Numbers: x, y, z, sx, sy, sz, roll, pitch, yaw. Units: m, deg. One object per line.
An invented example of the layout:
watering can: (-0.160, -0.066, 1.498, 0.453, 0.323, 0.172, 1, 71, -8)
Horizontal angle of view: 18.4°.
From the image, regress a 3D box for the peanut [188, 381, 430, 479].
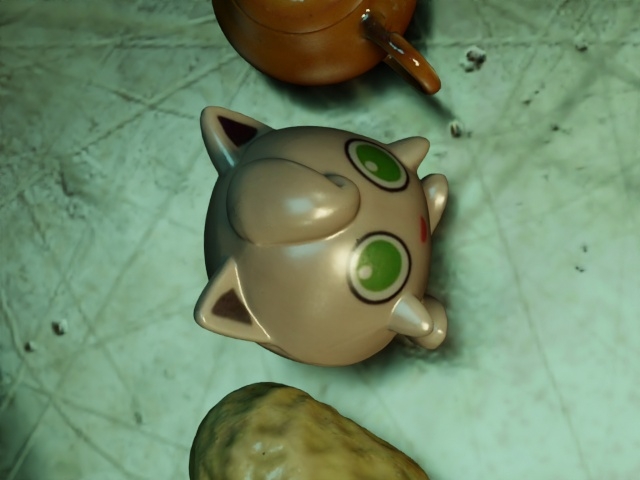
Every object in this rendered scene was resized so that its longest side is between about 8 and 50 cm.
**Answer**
peanut: (0.020, 0.164, 0.959, 0.108, 0.095, 0.226, -34, 77, -1)

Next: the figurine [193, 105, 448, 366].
figurine: (0.000, 0.000, 0.976, 0.138, 0.125, 0.125, 16, 81, -29)

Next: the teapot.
teapot: (-0.002, -0.135, 1.009, 0.173, 0.116, 0.116, 44, 90, 13)
